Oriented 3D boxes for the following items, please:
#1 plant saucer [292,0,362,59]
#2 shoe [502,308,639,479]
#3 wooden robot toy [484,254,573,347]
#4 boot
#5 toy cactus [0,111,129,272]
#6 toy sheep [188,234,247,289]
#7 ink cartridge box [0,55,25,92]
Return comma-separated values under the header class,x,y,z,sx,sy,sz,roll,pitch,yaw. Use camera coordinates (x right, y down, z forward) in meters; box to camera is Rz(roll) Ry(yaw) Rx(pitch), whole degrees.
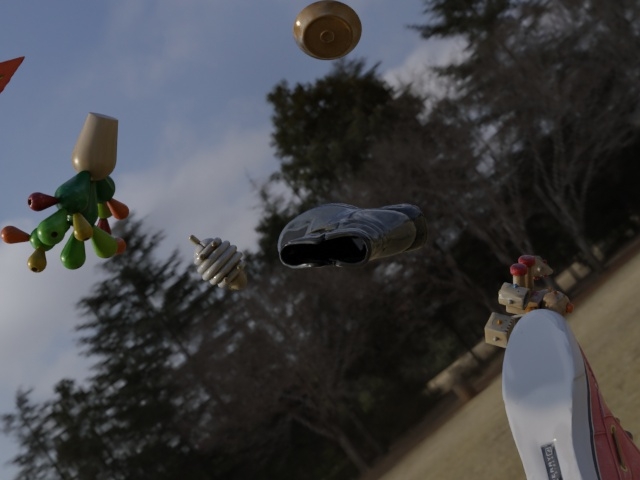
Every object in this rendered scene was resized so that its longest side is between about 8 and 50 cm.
class,x,y,z,sx,sy,sz,roll,pitch,yaw
plant saucer,0.008,-0.247,1.147,0.083,0.083,0.015,-44,31,33
shoe,0.180,0.136,0.651,0.081,0.178,0.063,12,-29,-37
wooden robot toy,0.266,0.069,1.160,0.173,0.079,0.076,-38,-45,-48
boot,0.000,0.000,1.219,0.246,0.083,0.161,-8,4,42
toy cactus,-0.275,-0.057,1.098,0.219,0.112,0.180,-21,-52,-74
toy sheep,-0.180,0.036,1.690,0.091,0.132,0.091,-42,3,3
ink cartridge box,-0.557,-0.064,1.324,0.385,0.091,0.308,-46,0,29
